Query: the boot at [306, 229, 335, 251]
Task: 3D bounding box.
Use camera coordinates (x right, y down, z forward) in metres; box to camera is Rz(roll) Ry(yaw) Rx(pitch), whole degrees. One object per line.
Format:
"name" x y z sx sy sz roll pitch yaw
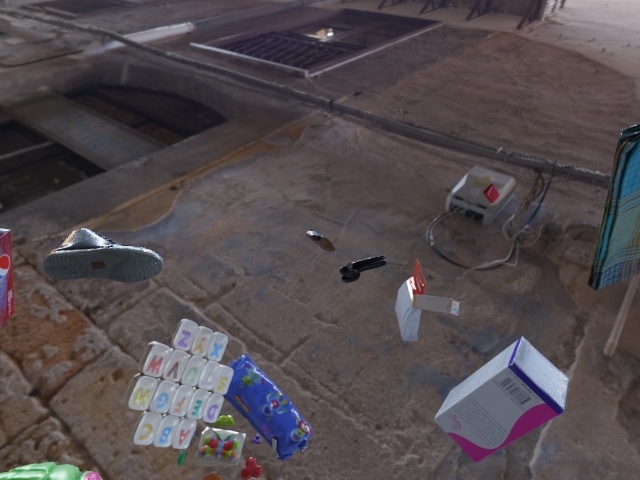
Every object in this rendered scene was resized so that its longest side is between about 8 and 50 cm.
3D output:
"boot" 0.000 0.000 1.635 0.118 0.042 0.087 36 0 -10

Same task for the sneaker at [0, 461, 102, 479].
"sneaker" -0.443 0.480 0.513 0.185 0.482 0.202 23 -67 1

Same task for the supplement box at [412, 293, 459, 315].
"supplement box" 0.289 0.161 1.091 0.099 0.062 0.036 4 -101 34

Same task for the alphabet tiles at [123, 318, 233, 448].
"alphabet tiles" -0.314 0.337 1.016 0.021 0.277 0.284 6 -23 33

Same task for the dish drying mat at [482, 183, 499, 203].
"dish drying mat" 0.430 -0.117 1.095 0.032 0.083 0.008 -51 -125 11

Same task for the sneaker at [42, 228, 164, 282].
"sneaker" -0.441 0.021 0.913 0.118 0.222 0.083 -110 -153 -57

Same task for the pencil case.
"pencil case" -0.157 0.458 1.191 0.306 0.133 0.119 45 -59 11

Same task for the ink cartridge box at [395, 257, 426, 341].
"ink cartridge box" 0.311 0.203 1.527 0.066 0.189 0.232 -1 -63 2

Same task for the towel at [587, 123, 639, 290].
"towel" 0.671 -0.077 0.848 0.040 0.272 0.370 -116 -171 -53

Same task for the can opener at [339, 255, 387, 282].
"can opener" 0.158 0.095 1.617 0.073 0.186 0.059 84 -19 -57

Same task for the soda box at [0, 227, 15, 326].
"soda box" -0.836 0.096 1.090 0.084 0.092 0.263 13 -66 -9

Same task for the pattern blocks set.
"pattern blocks set" -0.399 0.830 1.742 0.285 0.325 0.026 -104 -164 -54

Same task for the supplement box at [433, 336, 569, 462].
"supplement box" 0.339 0.304 0.830 0.111 0.114 0.220 45 -56 13
